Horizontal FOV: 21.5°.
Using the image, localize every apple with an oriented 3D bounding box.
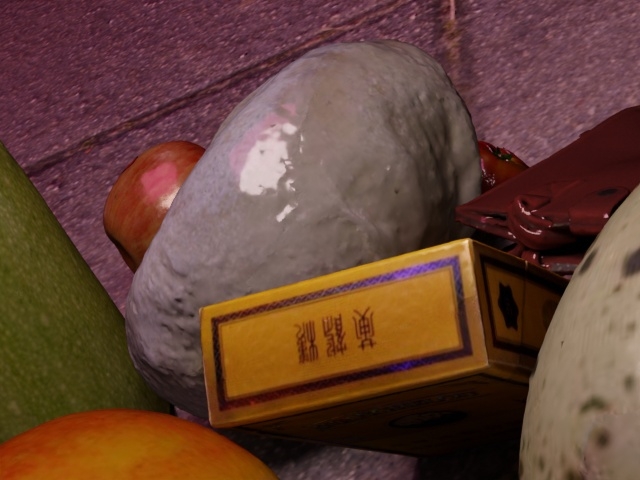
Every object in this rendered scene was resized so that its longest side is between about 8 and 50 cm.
[{"bbox_3d":[-0.146,-0.019,1.676,0.131,0.146,0.146,-39,28,-20],"label":"apple"}]

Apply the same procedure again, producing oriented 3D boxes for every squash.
[{"bbox_3d":[-0.317,0.073,1.418,0.263,0.384,0.263,-24,29,14],"label":"squash"}]

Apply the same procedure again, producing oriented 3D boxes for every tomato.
[{"bbox_3d":[0.148,-0.045,1.504,0.075,0.087,0.087,-63,20,17],"label":"tomato"}]

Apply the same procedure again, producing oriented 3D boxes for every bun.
[{"bbox_3d":[0.000,0.000,1.363,0.362,0.211,0.362,-57,-4,-7],"label":"bun"}]

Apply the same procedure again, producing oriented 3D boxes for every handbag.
[{"bbox_3d":[0.278,-0.035,1.265,0.260,0.084,0.275,3,21,46],"label":"handbag"}]

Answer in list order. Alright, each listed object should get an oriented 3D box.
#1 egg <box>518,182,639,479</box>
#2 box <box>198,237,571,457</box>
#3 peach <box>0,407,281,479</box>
[{"bbox_3d":[0.268,0.083,0.923,0.288,0.287,0.379,13,64,54],"label":"egg"},{"bbox_3d":[0.080,0.082,1.128,0.193,0.301,0.084,-16,73,26],"label":"box"},{"bbox_3d":[-0.138,0.260,1.005,0.308,0.307,0.332,-8,25,36],"label":"peach"}]
